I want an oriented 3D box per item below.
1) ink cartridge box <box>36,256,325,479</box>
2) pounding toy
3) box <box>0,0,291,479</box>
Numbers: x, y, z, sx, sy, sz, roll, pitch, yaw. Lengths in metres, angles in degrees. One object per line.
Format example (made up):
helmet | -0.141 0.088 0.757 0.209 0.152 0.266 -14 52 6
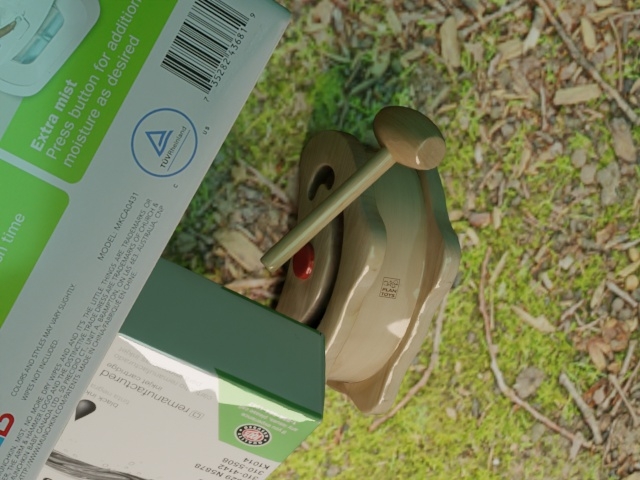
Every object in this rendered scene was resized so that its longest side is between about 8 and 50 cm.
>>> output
ink cartridge box | -0.121 0.127 0.904 0.160 0.093 0.219 26 125 -21
pounding toy | 0.000 0.000 0.974 0.154 0.154 0.270 9 119 -27
box | -0.180 -0.025 0.434 0.231 0.127 0.262 28 92 -28
